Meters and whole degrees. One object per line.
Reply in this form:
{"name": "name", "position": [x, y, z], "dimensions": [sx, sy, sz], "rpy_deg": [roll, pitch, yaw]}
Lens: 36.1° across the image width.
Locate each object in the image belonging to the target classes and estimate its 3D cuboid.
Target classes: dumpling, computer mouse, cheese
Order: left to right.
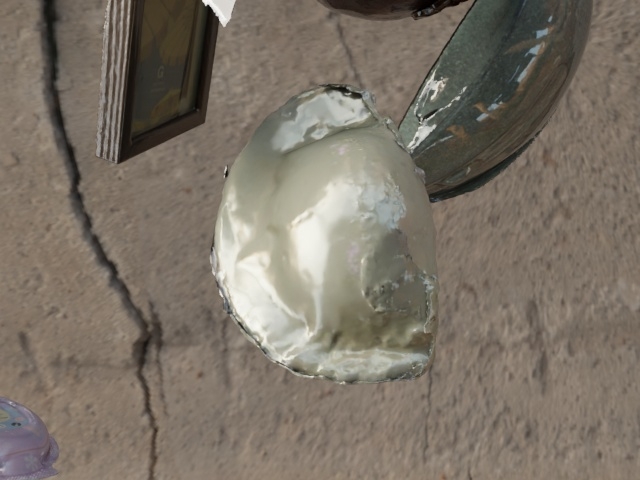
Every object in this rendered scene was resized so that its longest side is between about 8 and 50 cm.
{"name": "cheese", "position": [-0.266, 0.136, 0.730], "dimensions": [0.191, 0.105, 0.042], "rpy_deg": [21, 102, 36]}
{"name": "dumpling", "position": [0.000, 0.000, 0.740], "dimensions": [0.173, 0.142, 0.247], "rpy_deg": [-14, 64, 3]}
{"name": "computer mouse", "position": [0.219, -0.187, 1.181], "dimensions": [0.114, 0.203, 0.374], "rpy_deg": [39, 108, 29]}

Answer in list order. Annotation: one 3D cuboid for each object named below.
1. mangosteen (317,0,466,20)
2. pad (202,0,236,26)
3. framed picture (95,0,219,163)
{"name": "mangosteen", "position": [0.075, -0.370, 1.025], "dimensions": [0.288, 0.233, 0.287], "rpy_deg": [-1, 70, 4]}
{"name": "pad", "position": [-0.052, -0.216, 0.396], "dimensions": [0.156, 0.004, 0.232], "rpy_deg": [54, 147, 17]}
{"name": "framed picture", "position": [-0.114, -0.152, 0.722], "dimensions": [0.023, 0.128, 0.168], "rpy_deg": [20, 117, 17]}
